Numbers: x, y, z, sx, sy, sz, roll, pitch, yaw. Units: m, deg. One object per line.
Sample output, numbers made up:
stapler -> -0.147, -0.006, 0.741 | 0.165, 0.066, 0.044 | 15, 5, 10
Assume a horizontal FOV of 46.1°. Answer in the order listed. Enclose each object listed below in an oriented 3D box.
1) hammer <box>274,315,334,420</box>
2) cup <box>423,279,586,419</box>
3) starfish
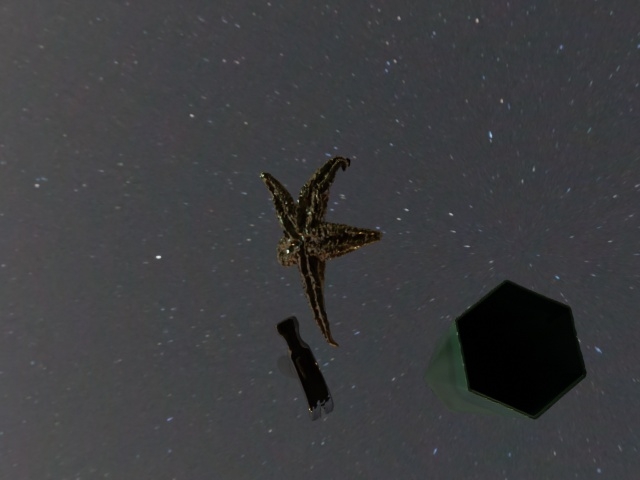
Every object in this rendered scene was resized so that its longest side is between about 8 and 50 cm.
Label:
hammer -> -0.046, 0.228, 1.367 | 0.044, 0.440, 0.168 | -23, -95, -9
cup -> 0.203, 0.142, 0.902 | 0.148, 0.235, 0.134 | -33, -100, -11
starfish -> -0.004, 0.000, 1.065 | 0.231, 0.048, 0.295 | -37, -116, 46
